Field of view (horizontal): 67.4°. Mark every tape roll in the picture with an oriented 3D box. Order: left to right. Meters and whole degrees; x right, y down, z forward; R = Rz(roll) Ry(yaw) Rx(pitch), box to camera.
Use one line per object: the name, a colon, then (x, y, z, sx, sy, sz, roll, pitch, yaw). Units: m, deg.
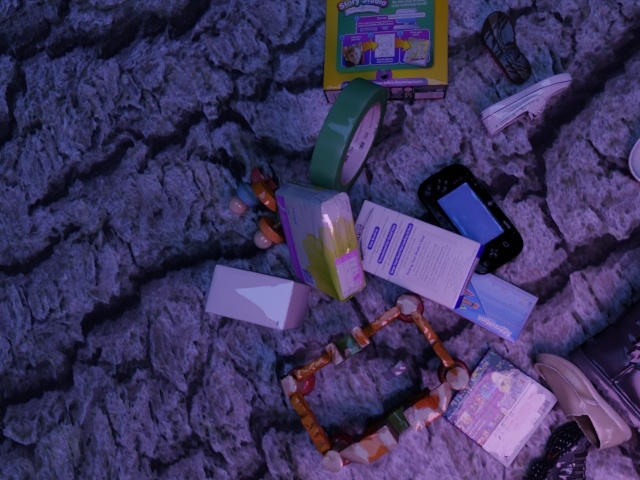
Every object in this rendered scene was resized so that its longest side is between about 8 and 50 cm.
tape roll: (0.080, -0.276, 1.314, 0.077, 0.321, 0.321, 26, 88, 13)

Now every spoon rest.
spoon rest: (0.901, -0.279, 1.277, 0.137, 0.084, 0.277, 8, 83, 12)

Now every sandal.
sandal: (0.541, -0.557, 1.401, 0.090, 0.060, 0.219, -32, 92, 11)

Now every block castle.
block castle: (0.146, 0.371, 1.277, 0.453, 0.213, 0.303, -35, 74, 3)

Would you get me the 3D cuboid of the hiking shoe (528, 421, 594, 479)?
hiking shoe: (0.636, 0.570, 1.227, 0.114, 0.086, 0.227, 43, 87, -9)

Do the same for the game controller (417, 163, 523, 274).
game controller: (0.416, -0.064, 1.343, 0.166, 0.067, 0.319, -34, 74, 6)

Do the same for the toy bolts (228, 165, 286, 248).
toy bolts: (-0.194, -0.099, 1.419, 0.158, 0.218, 0.228, -42, 59, 9)

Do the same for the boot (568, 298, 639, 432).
boot: (0.887, 0.263, 1.107, 0.367, 0.146, 0.445, 46, 112, 13)

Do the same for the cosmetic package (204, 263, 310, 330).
cosmetic package: (-0.167, 0.161, 1.354, 0.223, 0.224, 0.138, 11, 85, 12)

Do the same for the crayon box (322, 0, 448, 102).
crayon box: (0.196, -0.587, 1.444, 0.362, 0.106, 0.313, 1, 82, 11)

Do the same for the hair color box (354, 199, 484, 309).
hair color box: (0.248, 0.035, 1.311, 0.338, 0.110, 0.185, 24, 95, 23)

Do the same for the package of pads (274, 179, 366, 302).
package of pads: (0.000, 0.000, 1.283, 0.101, 0.229, 0.297, -28, 119, -29)

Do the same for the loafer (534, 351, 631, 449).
loafer: (0.634, 0.397, 1.191, 0.092, 0.102, 0.268, -33, 62, -16)

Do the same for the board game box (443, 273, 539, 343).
board game box: (0.440, 0.155, 1.338, 0.281, 0.027, 0.145, 29, 87, 13)

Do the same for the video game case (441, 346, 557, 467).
video game case: (0.476, 0.443, 1.284, 0.210, 0.042, 0.232, 36, 90, 12)

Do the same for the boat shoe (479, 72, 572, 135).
boat shoe: (0.587, -0.379, 1.356, 0.258, 0.095, 0.084, -25, 83, 17)
